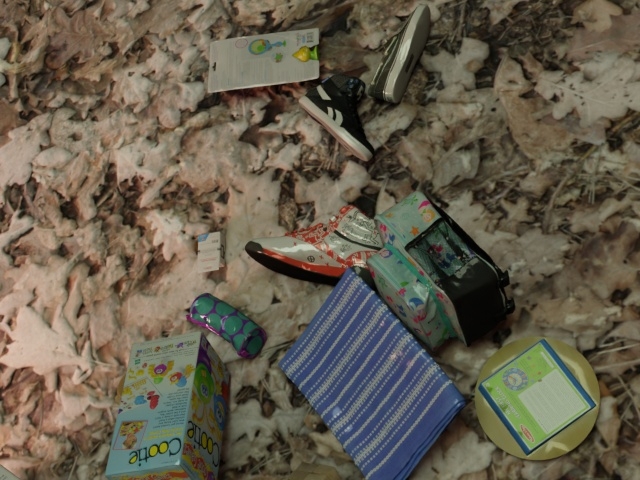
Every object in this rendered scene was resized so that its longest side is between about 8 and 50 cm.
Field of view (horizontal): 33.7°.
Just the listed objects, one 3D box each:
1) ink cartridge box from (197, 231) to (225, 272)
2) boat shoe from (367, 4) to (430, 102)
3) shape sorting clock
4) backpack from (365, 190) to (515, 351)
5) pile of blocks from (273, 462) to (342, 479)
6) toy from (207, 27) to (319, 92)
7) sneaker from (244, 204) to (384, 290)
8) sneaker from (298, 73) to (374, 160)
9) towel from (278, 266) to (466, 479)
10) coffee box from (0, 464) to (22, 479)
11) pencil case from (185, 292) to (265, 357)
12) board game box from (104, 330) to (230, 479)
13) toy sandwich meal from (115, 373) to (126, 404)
[{"bbox_3d":[-0.216,0.028,2.089,0.048,0.028,0.083,-9,62,17],"label":"ink cartridge box"},{"bbox_3d":[0.157,-0.381,2.119,0.070,0.078,0.219,17,74,26],"label":"boat shoe"},{"bbox_3d":[0.358,0.261,1.749,0.206,0.040,0.206,-7,67,16],"label":"shape sorting clock"},{"bbox_3d":[0.189,0.049,1.813,0.191,0.225,0.253,-31,54,-1],"label":"backpack"},{"bbox_3d":[-0.116,0.494,1.765,0.362,0.112,0.149,-24,20,14],"label":"pile of blocks"},{"bbox_3d":[-0.115,-0.369,2.230,0.237,0.056,0.137,-8,59,12],"label":"toy"},{"bbox_3d":[0.001,0.001,1.987,0.270,0.090,0.145,14,70,22],"label":"sneaker"},{"bbox_3d":[0.060,-0.259,2.094,0.121,0.079,0.217,-44,57,-2],"label":"sneaker"},{"bbox_3d":[0.079,0.243,1.808,0.336,0.040,0.243,49,116,32],"label":"towel"},{"bbox_3d":[-0.649,0.554,1.761,0.334,0.337,0.338,25,53,29],"label":"coffee box"},{"bbox_3d":[-0.178,0.160,1.989,0.152,0.064,0.070,30,62,30],"label":"pencil case"},{"bbox_3d":[-0.261,0.320,1.856,0.144,0.142,0.275,-11,45,16],"label":"board game box"},{"bbox_3d":[-0.352,0.284,2.018,0.085,0.029,0.085,-13,50,16],"label":"toy sandwich meal"}]
